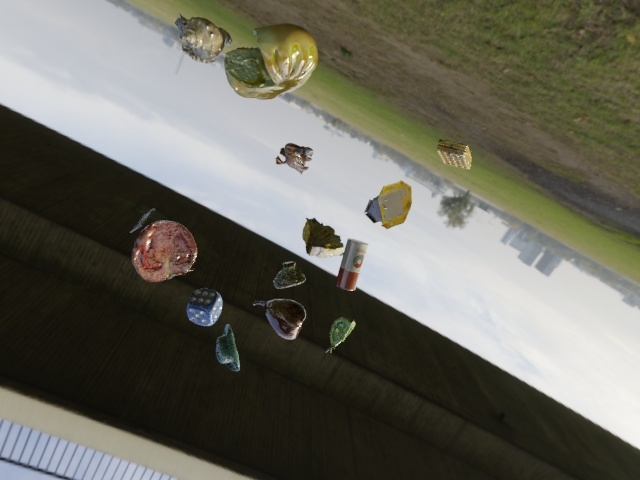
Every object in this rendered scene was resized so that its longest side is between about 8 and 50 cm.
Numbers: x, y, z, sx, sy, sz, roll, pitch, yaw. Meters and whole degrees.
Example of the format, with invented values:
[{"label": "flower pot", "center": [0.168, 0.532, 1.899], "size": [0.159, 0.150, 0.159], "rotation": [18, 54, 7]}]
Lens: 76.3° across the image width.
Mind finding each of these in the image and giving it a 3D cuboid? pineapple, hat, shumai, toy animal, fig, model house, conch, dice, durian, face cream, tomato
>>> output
[{"label": "pineapple", "center": [0.000, 0.000, 1.881], "size": [0.236, 0.115, 0.186], "rotation": [34, -133, 20]}, {"label": "hat", "center": [-0.380, 0.431, 1.618], "size": [0.077, 0.138, 0.191], "rotation": [-6, -119, -32]}, {"label": "shumai", "center": [-0.123, 0.124, 1.508], "size": [0.123, 0.088, 0.099], "rotation": [-13, -173, 3]}, {"label": "toy animal", "center": [-0.085, -0.336, 1.687], "size": [0.178, 0.089, 0.188], "rotation": [4, 154, 31]}, {"label": "fig", "center": [-0.191, 0.326, 1.834], "size": [0.274, 0.170, 0.145], "rotation": [24, -149, 23]}, {"label": "model house", "center": [0.316, -0.177, 1.932], "size": [0.219, 0.208, 0.135], "rotation": [-25, -159, -29]}, {"label": "conch", "center": [-0.396, -0.700, 1.394], "size": [0.178, 0.162, 0.245], "rotation": [54, -145, -8]}, {"label": "dice", "center": [-0.590, 0.339, 2.088], "size": [0.142, 0.147, 0.147], "rotation": [8, -142, 10]}, {"label": "durian", "center": [0.086, 0.402, 1.776], "size": [0.086, 0.215, 0.100], "rotation": [31, -149, -1]}, {"label": "face cream", "center": [0.137, 0.105, 1.795], "size": [0.095, 0.215, 0.096], "rotation": [15, -173, -2]}, {"label": "tomato", "center": [-0.736, 0.035, 1.924], "size": [0.308, 0.309, 0.170], "rotation": [23, -173, -22]}]

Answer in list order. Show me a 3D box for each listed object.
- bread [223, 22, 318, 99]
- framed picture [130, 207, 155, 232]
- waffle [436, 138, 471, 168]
[{"label": "bread", "center": [-0.159, -0.601, 1.422], "size": [0.333, 0.332, 0.160], "rotation": [-4, -104, -63]}, {"label": "framed picture", "center": [-0.854, -0.095, 1.953], "size": [0.011, 0.149, 0.109], "rotation": [44, -129, -25]}, {"label": "waffle", "center": [0.453, -0.290, 1.374], "size": [0.102, 0.043, 0.148], "rotation": [23, -178, 28]}]
